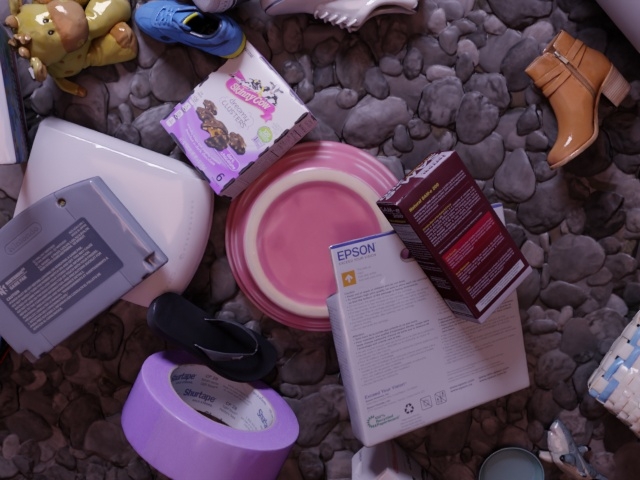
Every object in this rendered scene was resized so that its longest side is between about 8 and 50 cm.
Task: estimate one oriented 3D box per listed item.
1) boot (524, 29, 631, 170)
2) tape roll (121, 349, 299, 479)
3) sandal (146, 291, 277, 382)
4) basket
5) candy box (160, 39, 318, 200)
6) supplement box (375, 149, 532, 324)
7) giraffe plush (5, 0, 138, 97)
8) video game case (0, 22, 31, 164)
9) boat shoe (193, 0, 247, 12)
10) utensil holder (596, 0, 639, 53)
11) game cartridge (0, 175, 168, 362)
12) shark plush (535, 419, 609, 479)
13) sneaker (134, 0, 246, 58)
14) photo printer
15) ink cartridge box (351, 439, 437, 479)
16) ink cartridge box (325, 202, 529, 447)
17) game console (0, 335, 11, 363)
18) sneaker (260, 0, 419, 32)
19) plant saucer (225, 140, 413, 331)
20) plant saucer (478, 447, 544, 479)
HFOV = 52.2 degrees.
[{"bbox_3d":[0.391,-0.228,1.067,0.152,0.073,0.197,37,86,-6],"label":"boot"},{"bbox_3d":[-0.175,0.288,1.059,0.274,0.275,0.090,27,99,-3],"label":"tape roll"},{"bbox_3d":[-0.169,0.166,1.088,0.254,0.097,0.054,31,141,-34],"label":"sandal"},{"bbox_3d":[0.612,0.248,1.059,0.289,0.201,0.255,38,101,27],"label":"basket"},{"bbox_3d":[-0.131,-0.192,1.058,0.196,0.070,0.165,-41,77,7],"label":"candy box"},{"bbox_3d":[0.207,-0.004,1.003,0.130,0.073,0.239,-41,108,-15],"label":"supplement box"},{"bbox_3d":[-0.406,-0.326,1.012,0.210,0.170,0.181,-43,96,7],"label":"giraffe plush"},{"bbox_3d":[-0.470,-0.217,0.980,0.025,0.285,0.204,-8,100,-18],"label":"video game case"},{"bbox_3d":[-0.197,-0.492,1.012,0.119,0.121,0.335,-22,80,-37],"label":"boat shoe"},{"bbox_3d":[0.538,-0.426,0.905,0.327,0.327,0.385,-42,95,7],"label":"utensil holder"},{"bbox_3d":[-0.411,0.041,1.029,0.297,0.062,0.198,-35,97,12],"label":"game cartridge"},{"bbox_3d":[0.472,0.396,1.179,0.161,0.073,0.067,35,68,0],"label":"shark plush"},{"bbox_3d":[-0.217,-0.346,1.025,0.209,0.082,0.069,22,90,21],"label":"sneaker"},{"bbox_3d":[-0.340,-0.036,1.092,0.307,0.107,0.256,20,100,-2],"label":"photo printer"},{"bbox_3d":[0.155,0.454,1.144,0.203,0.148,0.086,44,99,-6],"label":"ink cartridge box"},{"bbox_3d":[0.177,0.130,1.077,0.323,0.071,0.331,-13,97,-20],"label":"ink cartridge box"},{"bbox_3d":[-0.608,0.186,1.149,0.085,0.124,0.144,30,100,-31],"label":"game console"},{"bbox_3d":[0.035,-0.378,1.034,0.257,0.094,0.091,-11,95,2],"label":"sneaker"},{"bbox_3d":[0.000,0.000,1.105,0.331,0.084,0.333,0,100,1],"label":"plant saucer"},{"bbox_3d":[0.348,0.432,1.201,0.119,0.021,0.120,0,100,2],"label":"plant saucer"}]
